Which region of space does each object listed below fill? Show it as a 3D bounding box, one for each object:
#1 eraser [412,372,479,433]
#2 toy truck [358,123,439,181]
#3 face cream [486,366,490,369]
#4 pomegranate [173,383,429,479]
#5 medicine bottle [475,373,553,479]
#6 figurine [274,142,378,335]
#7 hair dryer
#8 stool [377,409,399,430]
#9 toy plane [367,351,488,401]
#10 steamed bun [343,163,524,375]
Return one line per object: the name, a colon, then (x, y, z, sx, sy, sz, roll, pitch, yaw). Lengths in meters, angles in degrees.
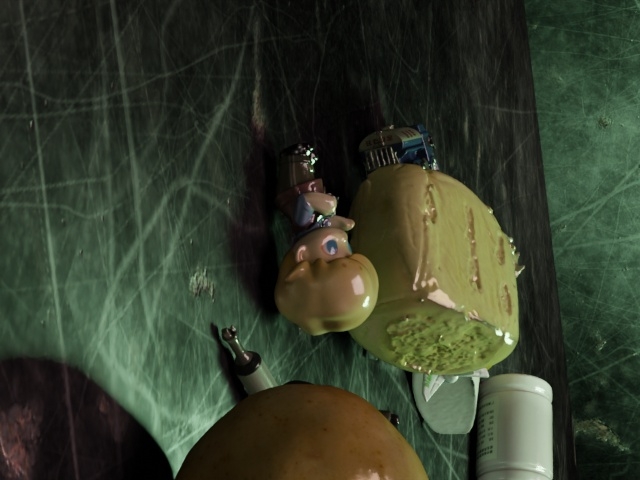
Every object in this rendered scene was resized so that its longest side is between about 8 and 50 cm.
eraser: (0.195, 0.127, 2.162, 0.270, 0.095, 0.174, -76, 160, -45)
toy truck: (0.101, -0.111, 1.962, 0.202, 0.074, 0.088, -24, 99, -72)
face cream: (0.256, 0.171, 2.387, 0.273, 0.078, 0.078, -17, 101, -73)
pomegranate: (-0.016, 0.231, 1.183, 0.233, 0.233, 0.233, -5, 90, -74)
medicine bottle: (0.328, 0.362, 2.484, 0.133, 0.133, 0.249, 61, 28, -55)
figurine: (0.000, 0.000, 1.525, 0.114, 0.108, 0.196, 86, -3, -75)
hair dryer: (-0.050, 0.142, 1.409, 0.100, 0.057, 0.197, -81, 153, -44)
stool: (0.031, 0.222, 1.542, 0.096, 0.110, 0.096, -6, 90, -78)
toy plane: (0.135, 0.078, 1.941, 0.251, 0.101, 0.255, -15, 85, -38)
steamed bun: (0.123, 0.041, 1.790, 0.273, 0.166, 0.232, 26, 47, -44)
